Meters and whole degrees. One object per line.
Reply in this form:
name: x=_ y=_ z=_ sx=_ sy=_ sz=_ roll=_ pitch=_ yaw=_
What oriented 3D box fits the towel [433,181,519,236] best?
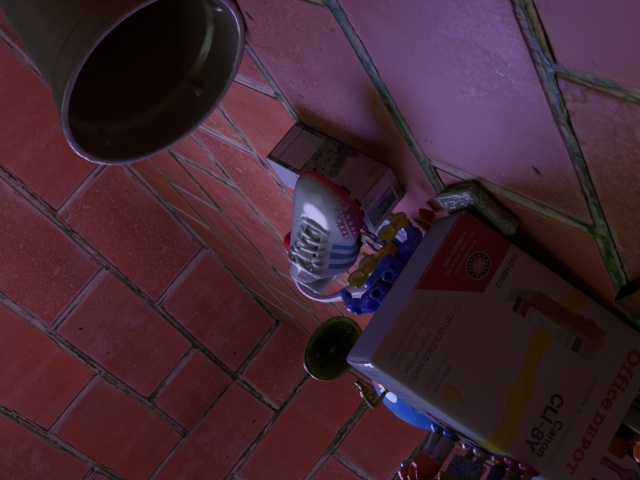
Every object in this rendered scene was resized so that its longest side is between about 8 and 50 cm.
towel: x=0.238 y=-0.045 z=1.461 sx=0.110 sy=0.027 sz=0.148 roll=41 pitch=169 yaw=-8

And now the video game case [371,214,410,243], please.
video game case: x=0.141 y=-0.016 z=1.890 sx=0.157 sy=0.019 sz=0.143 roll=28 pitch=164 yaw=42

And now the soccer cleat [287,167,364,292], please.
soccer cleat: x=0.000 y=0.000 z=1.608 sx=0.116 sy=0.143 sz=0.331 roll=35 pitch=167 yaw=19

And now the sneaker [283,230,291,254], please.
sneaker: x=-0.020 y=-0.019 z=2.258 sx=0.118 sy=0.107 sz=0.279 roll=62 pitch=159 yaw=-14

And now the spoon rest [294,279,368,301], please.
spoon rest: x=0.068 y=0.114 z=2.253 sx=0.276 sy=0.084 sz=0.137 roll=9 pitch=176 yaw=14

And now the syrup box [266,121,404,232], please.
syrup box: x=0.025 y=-0.114 z=1.691 sx=0.237 sy=0.093 sz=0.096 roll=30 pitch=165 yaw=35

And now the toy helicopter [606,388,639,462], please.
toy helicopter: x=0.563 y=0.323 z=1.703 sx=0.235 sy=0.140 sz=0.355 roll=30 pitch=179 yaw=-1

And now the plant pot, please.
plant pot: x=-0.341 y=-0.344 z=1.516 sx=0.305 sy=0.334 sz=0.334 roll=47 pitch=172 yaw=24

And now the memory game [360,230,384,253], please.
memory game: x=0.144 y=0.032 z=2.027 sx=0.186 sy=0.012 sz=0.186 roll=34 pitch=175 yaw=4

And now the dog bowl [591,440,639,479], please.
dog bowl: x=0.606 y=0.497 z=2.081 sx=0.408 sy=0.150 sz=0.408 roll=38 pitch=168 yaw=9

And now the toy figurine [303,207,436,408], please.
toy figurine: x=0.130 y=0.099 z=1.743 sx=0.191 sy=0.362 sz=0.217 roll=32 pitch=-167 yaw=-3

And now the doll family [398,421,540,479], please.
doll family: x=0.223 y=0.392 z=1.402 sx=0.118 sy=0.163 sz=0.263 roll=40 pitch=165 yaw=-31

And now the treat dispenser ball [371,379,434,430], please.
treat dispenser ball: x=0.235 y=0.225 z=1.843 sx=0.288 sy=0.288 sz=0.288 roll=37 pitch=168 yaw=9

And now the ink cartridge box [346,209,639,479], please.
ink cartridge box: x=0.282 y=0.177 z=1.470 sx=0.385 sy=0.279 sz=0.160 roll=34 pitch=168 yaw=-7

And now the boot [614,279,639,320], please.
boot: x=0.527 y=0.137 z=1.197 sx=0.280 sy=0.096 sz=0.264 roll=46 pitch=176 yaw=1
